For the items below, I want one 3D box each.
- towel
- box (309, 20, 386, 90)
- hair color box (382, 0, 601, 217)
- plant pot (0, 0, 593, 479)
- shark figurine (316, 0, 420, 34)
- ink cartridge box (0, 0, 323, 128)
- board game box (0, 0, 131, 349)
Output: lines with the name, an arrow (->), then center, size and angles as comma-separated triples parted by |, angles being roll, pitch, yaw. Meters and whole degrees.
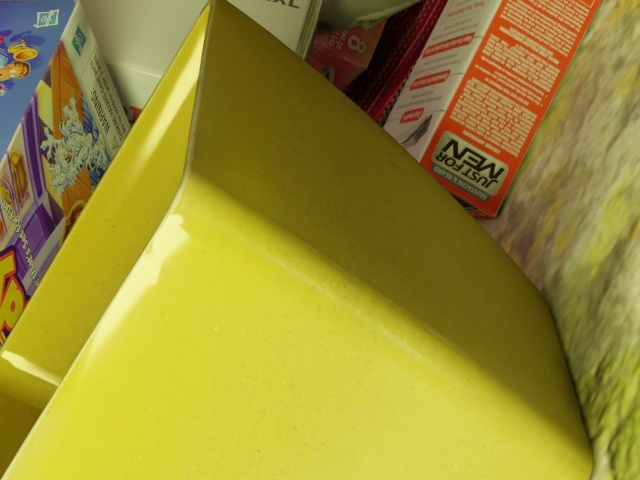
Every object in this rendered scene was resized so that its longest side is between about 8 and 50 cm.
towel -> 0.052, -0.154, 1.184 | 0.199, 0.031, 0.275 | -56, 14, 25
box -> -0.007, -0.245, 1.206 | 0.154, 0.142, 0.300 | -36, 29, 61
hair color box -> 0.090, -0.095, 0.874 | 0.167, 0.053, 0.093 | -62, 14, -7
plant pot -> -0.017, 0.064, 0.658 | 0.212, 0.187, 0.212 | -57, 13, 21
shark figurine -> 0.091, -0.248, 1.021 | 0.278, 0.116, 0.166 | -52, 25, -18
ink cartridge box -> -0.137, -0.043, 1.063 | 0.307, 0.223, 0.129 | 105, 179, -47
board game box -> -0.147, 0.078, 0.911 | 0.347, 0.078, 0.233 | 73, -154, -46
